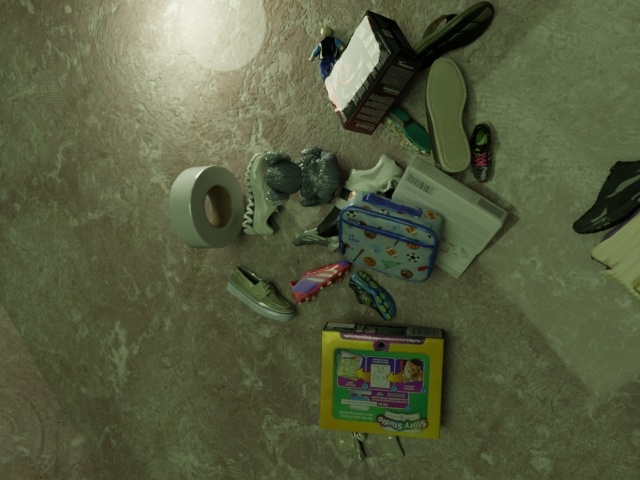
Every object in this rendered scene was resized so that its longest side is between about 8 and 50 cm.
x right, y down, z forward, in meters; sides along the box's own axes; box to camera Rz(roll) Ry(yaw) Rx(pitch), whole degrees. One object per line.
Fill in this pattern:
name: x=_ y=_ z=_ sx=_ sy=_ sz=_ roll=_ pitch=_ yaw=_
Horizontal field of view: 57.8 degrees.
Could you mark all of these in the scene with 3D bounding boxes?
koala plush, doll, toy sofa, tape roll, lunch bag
koala plush: x=-0.068 y=-0.196 z=1.789 sx=0.203 sy=0.221 sz=0.196 roll=-160 pitch=71 yaw=-66
doll: x=0.023 y=-0.578 z=1.824 sx=0.129 sy=0.046 sz=0.189 roll=-3 pitch=95 yaw=30
toy sofa: x=0.823 y=-0.035 z=1.355 sx=0.177 sy=0.150 sz=0.362 roll=46 pitch=117 yaw=16
tape roll: x=-0.383 y=-0.114 z=1.989 sx=0.100 sy=0.286 sz=0.286 roll=-2 pitch=95 yaw=31
lunch bag: x=0.189 y=-0.016 z=1.649 sx=0.303 sy=0.115 sz=0.243 roll=17 pitch=140 yaw=13

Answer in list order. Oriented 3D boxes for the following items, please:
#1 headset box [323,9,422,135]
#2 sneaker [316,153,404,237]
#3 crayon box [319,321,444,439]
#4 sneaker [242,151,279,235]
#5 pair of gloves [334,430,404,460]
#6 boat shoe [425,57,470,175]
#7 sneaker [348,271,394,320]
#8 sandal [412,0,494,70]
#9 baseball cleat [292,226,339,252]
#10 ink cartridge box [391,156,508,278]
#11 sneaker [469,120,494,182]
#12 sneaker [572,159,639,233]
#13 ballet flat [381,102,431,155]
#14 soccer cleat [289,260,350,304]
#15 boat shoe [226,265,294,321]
headset box: x=0.132 y=-0.466 z=1.669 sx=0.293 sy=0.110 sz=0.218 roll=-53 pitch=44 yaw=37
sneaker: x=0.111 y=-0.137 z=1.789 sx=0.330 sy=0.122 sz=0.146 roll=-36 pitch=68 yaw=14
crayon box: x=0.184 y=0.421 z=1.758 sx=0.362 sy=0.106 sz=0.313 roll=3 pitch=99 yaw=9
sneaker: x=-0.192 y=-0.155 z=1.983 sx=0.118 sy=0.110 sz=0.292 roll=11 pitch=110 yaw=21
pair of gloves: x=0.143 y=0.629 z=1.912 sx=0.240 sy=0.042 sz=0.204 roll=-15 pitch=89 yaw=32
boat shoe: x=0.347 y=-0.341 z=1.621 sx=0.116 sy=0.097 sz=0.325 roll=-6 pitch=85 yaw=-7
sneaker: x=0.162 y=0.181 z=1.839 sx=0.188 sy=0.067 sz=0.078 roll=45 pitch=137 yaw=16
sandal: x=0.332 y=-0.572 z=1.606 sx=0.302 sy=0.120 sz=0.086 roll=-26 pitch=69 yaw=31
baseball cleat: x=0.000 y=0.000 z=1.898 sx=0.205 sy=0.072 sz=0.110 roll=-26 pitch=83 yaw=31
ink cartridge box: x=0.337 y=-0.060 z=1.656 sx=0.296 sy=0.066 sz=0.261 roll=34 pitch=139 yaw=8
sneaker: x=0.441 y=-0.244 z=1.601 sx=0.063 sy=0.074 sz=0.171 roll=6 pitch=99 yaw=30
sneaker: x=0.743 y=-0.122 z=1.432 sx=0.286 sy=0.109 sz=0.130 roll=-38 pitch=70 yaw=19
ballet flat: x=0.247 y=-0.325 z=1.716 sx=0.241 sy=0.091 sz=0.077 roll=53 pitch=149 yaw=19
soccer cleat: x=-0.007 y=0.123 z=1.917 sx=0.248 sy=0.083 sz=0.095 roll=-39 pitch=72 yaw=31
boat shoe: x=-0.211 y=0.186 z=2.030 sx=0.302 sy=0.109 sz=0.094 roll=26 pitch=107 yaw=29
